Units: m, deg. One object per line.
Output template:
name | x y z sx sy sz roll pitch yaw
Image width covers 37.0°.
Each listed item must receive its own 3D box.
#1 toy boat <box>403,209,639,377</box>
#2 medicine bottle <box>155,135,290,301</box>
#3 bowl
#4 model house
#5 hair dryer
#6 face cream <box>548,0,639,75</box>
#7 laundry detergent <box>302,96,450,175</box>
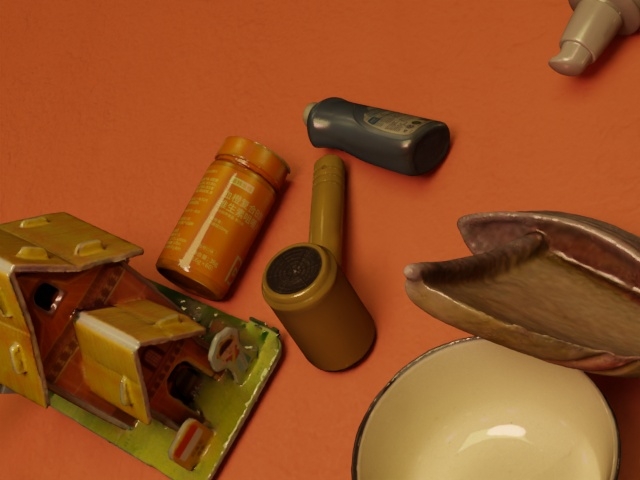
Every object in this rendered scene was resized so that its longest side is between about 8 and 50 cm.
toy boat | 0.231 0.060 0.873 0.276 0.293 0.111 22 114 13
medicine bottle | -0.121 -0.027 1.197 0.096 0.096 0.192 16 69 33
bowl | 0.159 0.219 0.874 0.238 0.126 0.237 -14 46 15
model house | -0.291 0.143 1.037 0.300 0.323 0.340 19 72 35
hair dryer | 0.000 0.000 1.108 0.090 0.135 0.278 -14 46 19
face cream | 0.346 -0.295 1.115 0.101 0.101 0.251 24 75 36
laundry detergent | 0.054 -0.137 1.186 0.206 0.061 0.097 21 41 37
